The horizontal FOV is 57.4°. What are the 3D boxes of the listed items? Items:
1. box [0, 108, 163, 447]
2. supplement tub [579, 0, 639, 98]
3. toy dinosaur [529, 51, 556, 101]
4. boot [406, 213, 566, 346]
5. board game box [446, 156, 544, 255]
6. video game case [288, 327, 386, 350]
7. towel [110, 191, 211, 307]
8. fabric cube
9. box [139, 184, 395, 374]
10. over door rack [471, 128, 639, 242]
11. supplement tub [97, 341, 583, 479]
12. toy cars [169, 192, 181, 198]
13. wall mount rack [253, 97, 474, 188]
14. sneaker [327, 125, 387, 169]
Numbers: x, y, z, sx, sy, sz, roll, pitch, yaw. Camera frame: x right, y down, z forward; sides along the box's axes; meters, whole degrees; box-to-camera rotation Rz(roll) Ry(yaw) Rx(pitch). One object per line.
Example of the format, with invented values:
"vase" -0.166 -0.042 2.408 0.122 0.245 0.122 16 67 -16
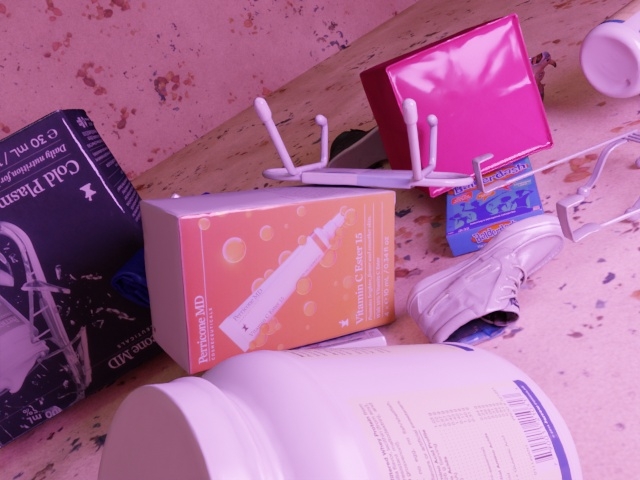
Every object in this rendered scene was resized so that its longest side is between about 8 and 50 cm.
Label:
"box" -0.560 0.062 1.148 0.480 0.471 0.297 -31 19 -6
"supplement tub" 0.591 -0.366 1.059 0.200 0.144 0.144 -36 26 -13
"toy dinosaur" 0.425 -0.352 1.387 0.200 0.127 0.295 -19 13 1
"boot" 0.254 0.069 0.818 0.258 0.095 0.123 -32 34 4
"board game box" 0.307 -0.066 1.042 0.160 0.047 0.210 -18 26 22
"video game case" 0.012 0.155 0.841 0.157 0.019 0.143 -12 -4 1
"towel" -0.195 0.041 1.061 0.076 0.228 0.308 -52 4 37
"fabric cube" 0.255 -0.261 1.150 0.254 0.259 0.258 -22 15 -2
"box" -0.070 0.036 0.881 0.345 0.214 0.168 -9 14 -31
"over door rack" 0.415 -0.070 0.840 0.324 0.108 0.239 -11 23 -12
"supplement tub" 0.021 0.201 0.454 0.325 0.235 0.235 6 2 -38
"toy cars" -0.117 0.014 1.018 0.394 0.176 0.087 -1 -3 -33
"wall mount rack" 0.056 -0.146 0.898 0.350 0.130 0.304 4 11 17
"sneaker" 0.141 -0.266 1.513 0.296 0.104 0.147 -28 30 10
